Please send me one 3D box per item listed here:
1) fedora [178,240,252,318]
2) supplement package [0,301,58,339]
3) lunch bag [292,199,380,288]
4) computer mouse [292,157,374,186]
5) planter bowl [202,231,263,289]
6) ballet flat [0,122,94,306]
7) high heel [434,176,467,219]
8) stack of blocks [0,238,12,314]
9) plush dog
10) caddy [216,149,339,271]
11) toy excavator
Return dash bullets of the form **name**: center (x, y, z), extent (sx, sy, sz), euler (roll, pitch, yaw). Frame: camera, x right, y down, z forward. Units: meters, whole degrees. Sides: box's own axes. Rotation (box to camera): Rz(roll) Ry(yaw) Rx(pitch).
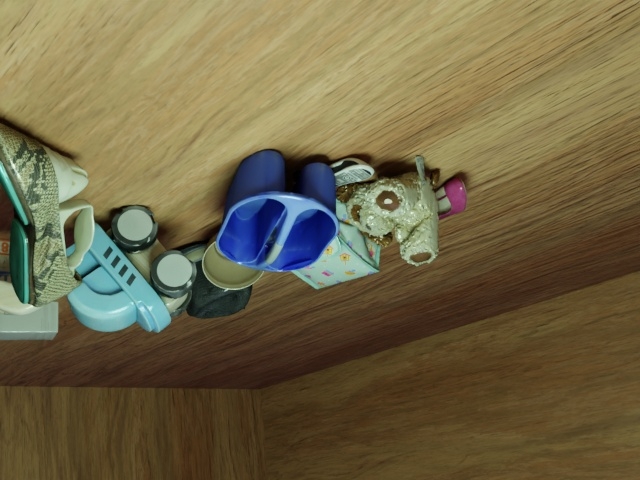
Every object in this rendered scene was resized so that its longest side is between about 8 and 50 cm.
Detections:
- **fedora**: center (-0.301, 0.128, 1.987), extent (0.334, 0.152, 0.334), euler (-8, 153, -4)
- **supplement package**: center (-0.935, 0.255, 2.205), extent (0.179, 0.105, 0.105), euler (4, 158, -30)
- **lunch bag**: center (0.000, 0.000, 1.793), extent (0.223, 0.160, 0.262), euler (-17, 141, 35)
- **computer mouse**: center (0.034, -0.150, 1.564), extent (0.193, 0.042, 0.106), euler (-13, 155, 31)
- **planter bowl**: center (-0.228, 0.032, 1.810), extent (0.162, 0.109, 0.162), euler (-5, 120, -8)
- **ballet flat**: center (-0.543, -0.060, 1.375), extent (0.182, 0.164, 0.483), euler (-22, 145, -30)
- **high heel**: center (0.290, -0.094, 1.750), extent (0.117, 0.082, 0.244), euler (-15, 173, -7)
- **stack of blocks**: center (-0.863, 0.081, 1.672), extent (0.297, 0.171, 0.087), euler (8, 154, -35)
- **plush dog**: center (0.159, -0.083, 1.653), extent (0.225, 0.210, 0.262), euler (-5, 136, 36)
- **caddy**: center (-0.095, -0.040, 1.534), extent (0.241, 0.179, 0.341), euler (13, 149, -15)
- **toy excavator**: center (-0.577, 0.098, 1.630), extent (0.445, 0.433, 0.222), euler (-40, 173, -26)
